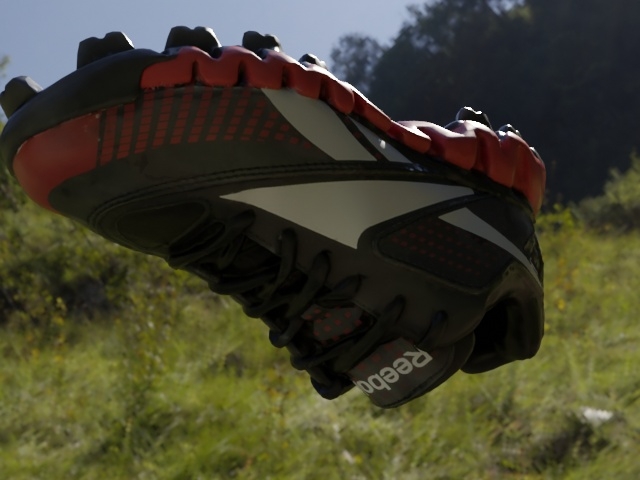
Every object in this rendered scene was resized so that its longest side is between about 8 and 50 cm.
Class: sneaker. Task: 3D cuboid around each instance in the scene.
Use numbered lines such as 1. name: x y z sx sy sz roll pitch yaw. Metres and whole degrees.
1. sneaker: 0.000 0.000 0.463 0.276 0.135 0.097 12 -30 -38
